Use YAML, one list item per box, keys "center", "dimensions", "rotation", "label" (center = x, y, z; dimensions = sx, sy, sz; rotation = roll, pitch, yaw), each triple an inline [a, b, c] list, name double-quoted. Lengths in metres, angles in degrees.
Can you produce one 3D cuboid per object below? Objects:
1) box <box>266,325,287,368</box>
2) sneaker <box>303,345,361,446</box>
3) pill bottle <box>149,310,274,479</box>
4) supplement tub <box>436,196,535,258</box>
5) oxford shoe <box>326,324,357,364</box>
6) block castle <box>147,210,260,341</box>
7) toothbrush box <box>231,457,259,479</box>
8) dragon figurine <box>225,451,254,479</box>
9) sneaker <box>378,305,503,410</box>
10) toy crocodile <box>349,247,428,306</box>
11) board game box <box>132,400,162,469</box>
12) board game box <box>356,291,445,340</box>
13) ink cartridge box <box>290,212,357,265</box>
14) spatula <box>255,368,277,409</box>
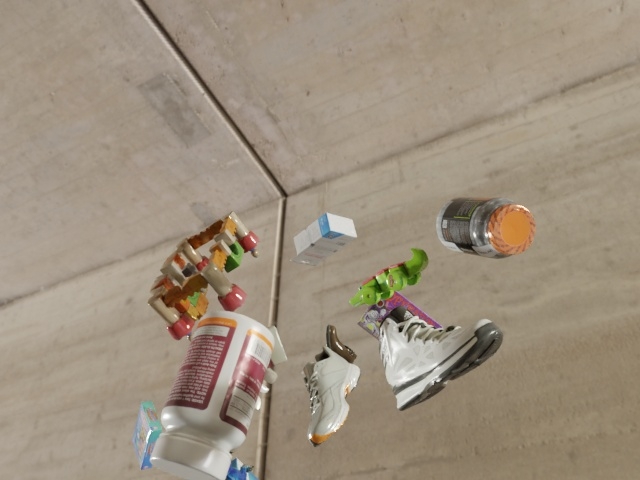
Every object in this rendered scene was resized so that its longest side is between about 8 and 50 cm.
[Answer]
- center: [-0.247, 0.391, 1.838]
  dimensions: [0.232, 0.127, 0.148]
  rotation: [-20, -5, -12]
  label: "box"
- center: [0.000, 0.336, 1.186]
  dimensions: [0.121, 0.262, 0.099]
  rotation: [41, -66, -4]
  label: "sneaker"
- center: [-0.276, 0.404, 1.402]
  dimensions: [0.223, 0.392, 0.224]
  rotation: [11, -35, 8]
  label: "pill bottle"
- center: [0.529, -0.044, 1.740]
  dimensions: [0.193, 0.194, 0.316]
  rotation: [17, 0, -17]
  label: "supplement tub"
- center: [0.081, 0.404, 1.950]
  dimensions: [0.096, 0.083, 0.227]
  rotation: [-18, -82, 11]
  label: "oxford shoe"
- center: [-0.378, 0.124, 1.852]
  dimensions: [0.302, 0.453, 0.213]
  rotation: [-29, -65, 15]
  label: "block castle"
- center: [-0.266, 0.929, 1.809]
  dimensions: [0.126, 0.295, 0.216]
  rotation: [-31, -63, 5]
  label: "toothbrush box"
- center: [-0.269, 0.683, 1.533]
  dimensions: [0.085, 0.144, 0.289]
  rotation: [-44, -77, 12]
  label: "dragon figurine"
- center: [0.277, 0.267, 1.451]
  dimensions: [0.169, 0.258, 0.448]
  rotation: [-11, -29, -33]
  label: "sneaker"
- center: [0.225, 0.136, 1.812]
  dimensions: [0.115, 0.105, 0.340]
  rotation: [-14, -17, -46]
  label: "toy crocodile"
- center: [-0.697, 0.779, 2.156]
  dimensions: [0.047, 0.160, 0.210]
  rotation: [3, -62, -35]
  label: "board game box"
- center: [0.346, 0.365, 2.229]
  dimensions: [0.346, 0.208, 0.056]
  rotation: [37, -13, -6]
  label: "board game box"
- center: [0.000, 0.000, 1.499]
  dimensions: [0.104, 0.060, 0.180]
  rotation: [13, -37, -42]
  label: "ink cartridge box"
- center: [-0.290, 0.497, 2.015]
  dimensions: [0.242, 0.168, 0.019]
  rotation: [38, -38, -5]
  label: "spatula"
